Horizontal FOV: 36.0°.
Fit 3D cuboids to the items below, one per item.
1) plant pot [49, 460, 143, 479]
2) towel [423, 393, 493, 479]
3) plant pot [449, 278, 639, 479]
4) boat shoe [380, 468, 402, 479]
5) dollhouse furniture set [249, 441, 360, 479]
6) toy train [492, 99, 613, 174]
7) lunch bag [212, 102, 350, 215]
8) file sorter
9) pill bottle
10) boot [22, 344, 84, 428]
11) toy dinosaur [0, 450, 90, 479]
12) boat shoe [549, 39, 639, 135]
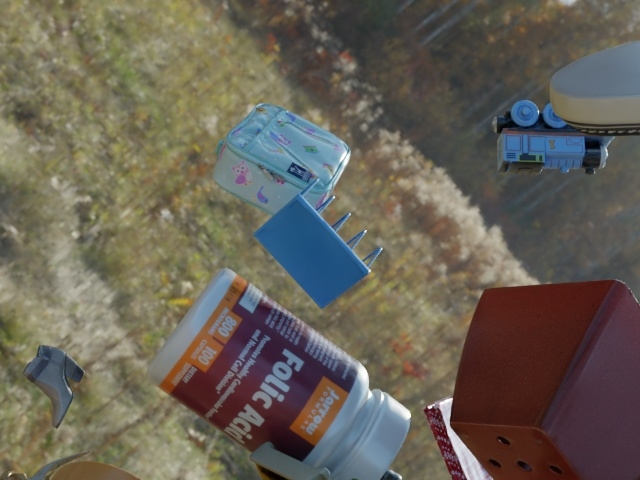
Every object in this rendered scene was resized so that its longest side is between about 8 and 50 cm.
[{"bbox_3d":[-0.405,0.564,1.730,0.291,0.290,0.203,49,35,-11],"label":"plant pot"},{"bbox_3d":[0.263,0.400,1.685,0.275,0.031,0.199,68,17,11],"label":"towel"},{"bbox_3d":[0.347,0.239,1.438,0.267,0.236,0.267,-9,-55,52],"label":"plant pot"},{"bbox_3d":[0.053,0.552,1.791,0.119,0.335,0.121,23,20,14],"label":"boat shoe"},{"bbox_3d":[-0.001,0.433,1.397,0.301,0.151,0.198,11,-41,49],"label":"dollhouse furniture set"},{"bbox_3d":[0.352,-0.152,1.488,0.080,0.184,0.105,87,5,-78],"label":"toy train"},{"bbox_3d":[-0.073,-0.150,1.835,0.224,0.108,0.279,30,27,0],"label":"lunch bag"},{"bbox_3d":[0.000,0.000,1.636,0.170,0.118,0.104,47,34,-5],"label":"file sorter"},{"bbox_3d":[-0.064,0.242,1.595,0.392,0.224,0.224,36,10,-5],"label":"pill bottle"},{"bbox_3d":[-0.427,0.225,1.544,0.087,0.042,0.119,31,52,-20],"label":"boot"},{"bbox_3d":[-0.495,0.426,1.694,0.112,0.064,0.212,36,36,-15],"label":"toy dinosaur"},{"bbox_3d":[0.386,-0.102,0.904,0.127,0.340,0.158,-84,166,-56],"label":"boat shoe"}]
